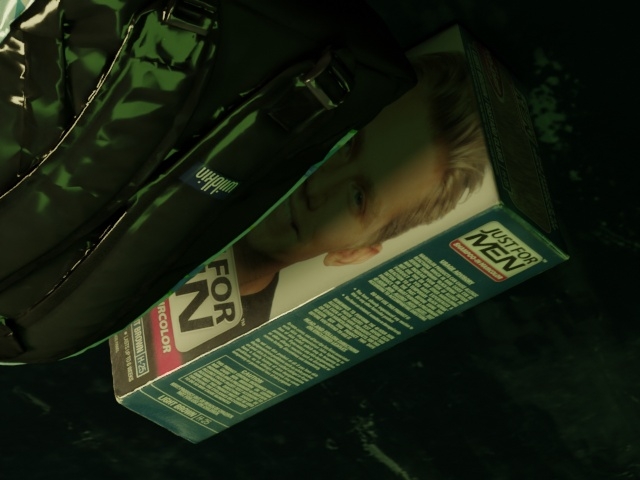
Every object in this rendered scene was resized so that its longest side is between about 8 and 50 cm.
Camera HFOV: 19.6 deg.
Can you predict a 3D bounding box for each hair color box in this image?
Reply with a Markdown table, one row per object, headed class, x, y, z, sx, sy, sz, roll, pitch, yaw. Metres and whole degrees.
| class | x | y | z | sx | sy | sz | roll | pitch | yaw |
| --- | --- | --- | --- | --- | --- | --- | --- | --- | --- |
| hair color box | 0.000 | 0.000 | 1.404 | 0.347 | 0.174 | 0.105 | -28 | 141 | 24 |

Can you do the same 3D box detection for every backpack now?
| class | x | y | z | sx | sy | sz | roll | pitch | yaw |
| --- | --- | --- | --- | --- | --- | --- | --- | --- | --- |
| backpack | -0.168 | -0.070 | 1.218 | 0.290 | 0.273 | 0.355 | 19 | 115 | -39 |
